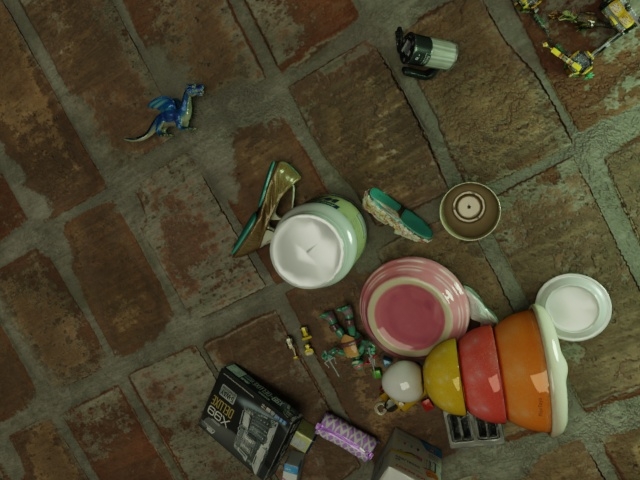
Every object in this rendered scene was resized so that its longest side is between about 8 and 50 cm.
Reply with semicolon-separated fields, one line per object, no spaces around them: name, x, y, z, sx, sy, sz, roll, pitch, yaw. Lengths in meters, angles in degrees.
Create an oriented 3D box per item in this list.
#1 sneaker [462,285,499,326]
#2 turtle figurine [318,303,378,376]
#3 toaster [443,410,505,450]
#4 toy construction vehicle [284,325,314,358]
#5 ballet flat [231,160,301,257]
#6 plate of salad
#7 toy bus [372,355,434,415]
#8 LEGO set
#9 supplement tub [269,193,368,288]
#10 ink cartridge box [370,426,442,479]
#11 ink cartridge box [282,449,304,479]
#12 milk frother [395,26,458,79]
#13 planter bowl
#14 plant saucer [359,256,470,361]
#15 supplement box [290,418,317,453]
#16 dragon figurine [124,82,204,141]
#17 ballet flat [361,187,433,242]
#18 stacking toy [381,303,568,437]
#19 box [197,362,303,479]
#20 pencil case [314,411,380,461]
sneaker;0.458;0.201;1.702;0.061;0.054;0.152;-38;91;20
turtle figurine;0.086;0.322;1.779;0.175;0.118;0.234;-23;83;16
toaster;0.461;0.530;1.737;0.168;0.110;0.185;-10;98;14
toy construction vehicle;-0.066;0.328;1.863;0.086;0.035;0.098;-21;98;5
ballet flat;-0.155;-0.076;1.774;0.124;0.116;0.342;23;102;-12
plate of salad;0.718;0.189;1.643;0.200;0.048;0.199;4;101;23
toy bus;0.251;0.471;1.776;0.191;0.104;0.202;-1;100;13
LEGO set;0.651;-0.579;1.431;0.255;0.192;0.331;-29;93;17
supplement tub;0.000;0.000;1.627;0.236;0.325;0.235;2;101;12
ink cartridge box;0.258;0.727;1.758;0.171;0.233;0.168;26;106;6
ink cartridge box;-0.094;0.780;1.925;0.052;0.088;0.122;10;103;11
milk frother;0.281;-0.529;1.583;0.135;0.129;0.143;4;71;-22
planter bowl;0.420;-0.088;1.625;0.162;0.109;0.161;3;101;13
plant saucer;0.270;0.215;1.712;0.333;0.084;0.331;5;106;19
supplement box;-0.058;0.638;1.891;0.083;0.083;0.056;29;106;6
dragon figurine;-0.475;-0.397;1.784;0.290;0.085;0.143;-12;98;14
ballet flat;0.223;-0.065;1.701;0.241;0.091;0.077;40;137;7
stacking toy;0.405;0.364;1.584;0.481;0.350;0.350;-6;99;12
box;-0.234;0.587;1.884;0.308;0.077;0.242;32;107;23
pencil case;0.082;0.634;1.857;0.206;0.088;0.086;26;103;8
